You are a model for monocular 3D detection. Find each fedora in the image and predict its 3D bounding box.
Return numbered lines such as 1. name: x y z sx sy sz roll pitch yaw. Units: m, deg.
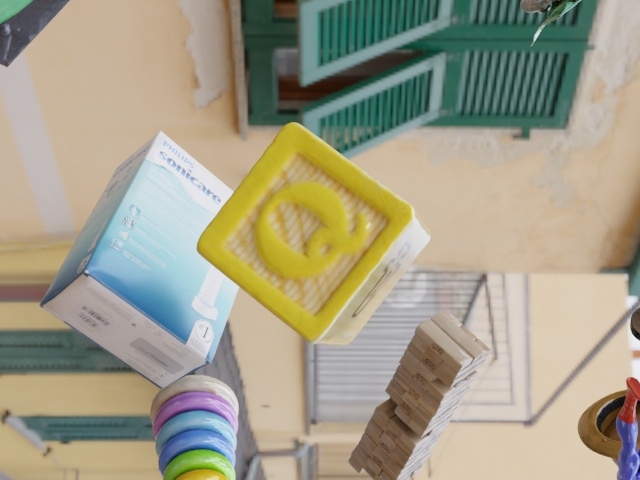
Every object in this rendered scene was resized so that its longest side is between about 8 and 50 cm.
1. fedora: 0.515 0.317 1.469 0.194 0.194 0.079 -90 162 -71

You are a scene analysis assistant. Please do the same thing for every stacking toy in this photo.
1. stacking toy: -0.180 0.352 1.316 0.330 0.141 0.141 -104 -168 -56

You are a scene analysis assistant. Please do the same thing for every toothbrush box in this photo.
1. toothbrush box: -0.229 0.024 1.294 0.126 0.216 0.295 -30 -149 38

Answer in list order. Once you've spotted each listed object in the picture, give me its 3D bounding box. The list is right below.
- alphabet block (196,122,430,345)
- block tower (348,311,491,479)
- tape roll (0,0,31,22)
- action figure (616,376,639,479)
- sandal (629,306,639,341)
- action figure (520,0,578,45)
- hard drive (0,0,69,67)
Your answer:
1. alphabet block: 0.000 0.000 1.096 0.193 0.192 0.197 -54 165 1
2. block tower: 0.151 0.258 1.400 0.097 0.091 0.335 44 -46 24
3. tape roll: -0.398 -0.339 0.864 0.077 0.321 0.321 56 -20 32
4. action figure: 0.421 0.320 1.147 0.139 0.092 0.280 -121 -151 -54
5. sandal: 0.405 0.062 0.960 0.067 0.179 0.040 -128 -157 -53
6. action figure: 0.292 -0.320 1.020 0.232 0.064 0.137 138 -27 -81
7. hard drive: -0.405 -0.333 1.010 0.255 0.172 0.054 39 9 -39
